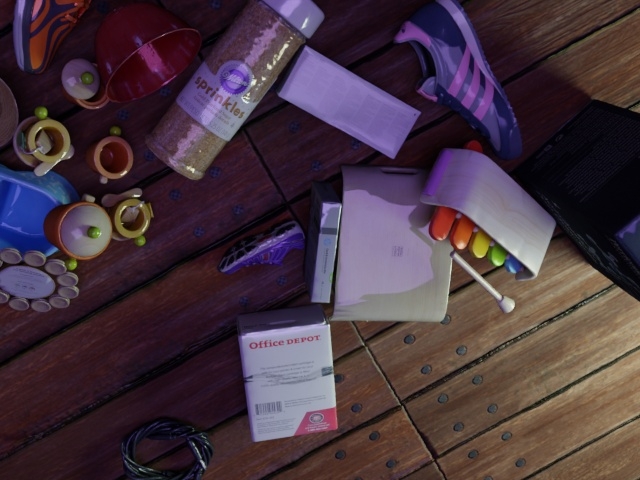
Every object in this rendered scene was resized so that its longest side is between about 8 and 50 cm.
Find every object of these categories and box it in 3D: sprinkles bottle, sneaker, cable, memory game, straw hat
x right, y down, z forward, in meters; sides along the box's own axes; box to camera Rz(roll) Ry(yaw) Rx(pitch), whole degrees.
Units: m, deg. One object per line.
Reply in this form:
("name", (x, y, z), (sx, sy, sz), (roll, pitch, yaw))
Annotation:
("sprinkles bottle", (-0.145, -0.271, 1.240), (0.121, 0.121, 0.355), (36, 101, -18))
("sneaker", (-0.106, 0.027, 1.380), (0.170, 0.068, 0.071), (-24, 117, -1))
("cable", (-0.311, 0.432, 1.498), (0.184, 0.047, 0.150), (25, 103, -15))
("memory game", (-0.521, 0.072, 1.312), (0.186, 0.012, 0.186), (-2, 141, -1))
("sneaker", (-0.361, -0.396, 1.160), (0.180, 0.124, 0.321), (17, 106, -13))
("straw hat", (-0.551, -0.223, 1.225), (0.144, 0.061, 0.144), (3, 111, 8))
("sneaker", (0.240, -0.262, 1.309), (0.131, 0.112, 0.319), (-32, 102, -3))

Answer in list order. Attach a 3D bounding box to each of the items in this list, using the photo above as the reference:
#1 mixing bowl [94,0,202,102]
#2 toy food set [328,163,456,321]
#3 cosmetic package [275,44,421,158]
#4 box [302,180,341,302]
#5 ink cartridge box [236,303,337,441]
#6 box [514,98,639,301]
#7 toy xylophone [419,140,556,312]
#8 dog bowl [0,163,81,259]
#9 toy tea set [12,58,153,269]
("mixing bowl", (-0.293, -0.315, 1.190), (0.181, 0.181, 0.098), (-37, 86, 5))
("toy food set", (0.133, 0.011, 1.409), (0.219, 0.092, 0.306), (2, 100, -9))
("cosmetic package", (0.049, -0.245, 1.310), (0.239, 0.060, 0.099), (27, 105, -17))
("box", (0.000, 0.000, 1.343), (0.038, 0.145, 0.186), (5, 108, -9))
("ink cartridge box", (-0.065, 0.256, 1.446), (0.172, 0.100, 0.237), (-7, 111, -6))
("box", (0.566, -0.043, 1.283), (0.212, 0.395, 0.293), (-43, 109, 7))
("toy xylophone", (0.308, -0.020, 1.350), (0.322, 0.081, 0.236), (44, 67, -27))
("dog bowl", (-0.564, -0.063, 1.272), (0.297, 0.074, 0.166), (22, 105, -15))
("toy tea set", (-0.377, -0.123, 1.216), (0.200, 0.124, 0.336), (-27, 114, -37))
